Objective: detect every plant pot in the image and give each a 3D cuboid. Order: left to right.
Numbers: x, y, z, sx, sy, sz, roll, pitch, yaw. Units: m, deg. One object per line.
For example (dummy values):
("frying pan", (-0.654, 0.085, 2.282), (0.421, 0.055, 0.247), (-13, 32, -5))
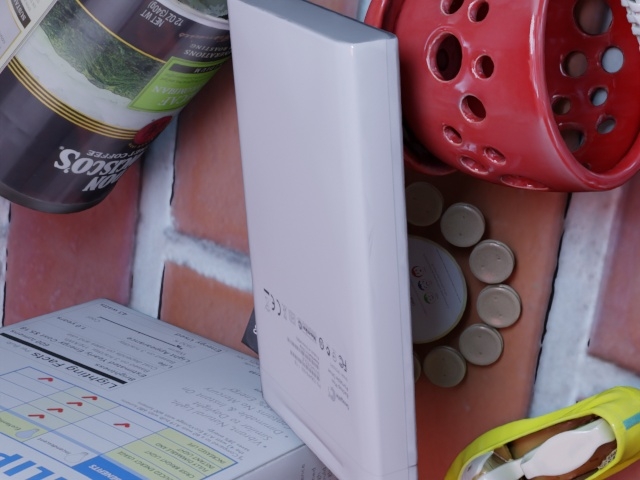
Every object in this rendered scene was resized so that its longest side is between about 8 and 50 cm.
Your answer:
("plant pot", (0.133, -0.132, 1.006), (0.174, 0.191, 0.191), (4, 103, 38))

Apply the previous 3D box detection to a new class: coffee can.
("coffee can", (-0.194, -0.182, 1.223), (0.275, 0.201, 0.201), (-42, 75, 35))

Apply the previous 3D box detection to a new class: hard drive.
("hard drive", (0.000, 0.000, 1.066), (0.233, 0.047, 0.353), (-144, 45, -59))

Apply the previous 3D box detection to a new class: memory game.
("memory game", (0.076, 0.040, 1.161), (0.186, 0.012, 0.186), (6, 113, 15))

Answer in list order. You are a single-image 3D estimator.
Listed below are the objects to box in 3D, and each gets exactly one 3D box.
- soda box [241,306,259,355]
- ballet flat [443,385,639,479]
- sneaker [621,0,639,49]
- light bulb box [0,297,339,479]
("soda box", (-0.010, 0.032, 1.231), (0.060, 0.053, 0.169), (34, 119, 26))
("ballet flat", (0.168, 0.181, 1.120), (0.231, 0.077, 0.077), (-34, 80, 36))
("sneaker", (0.239, -0.168, 0.944), (0.090, 0.094, 0.235), (-117, 20, -60))
("light bulb box", (-0.199, 0.233, 1.222), (0.358, 0.361, 0.225), (18, 110, 32))
